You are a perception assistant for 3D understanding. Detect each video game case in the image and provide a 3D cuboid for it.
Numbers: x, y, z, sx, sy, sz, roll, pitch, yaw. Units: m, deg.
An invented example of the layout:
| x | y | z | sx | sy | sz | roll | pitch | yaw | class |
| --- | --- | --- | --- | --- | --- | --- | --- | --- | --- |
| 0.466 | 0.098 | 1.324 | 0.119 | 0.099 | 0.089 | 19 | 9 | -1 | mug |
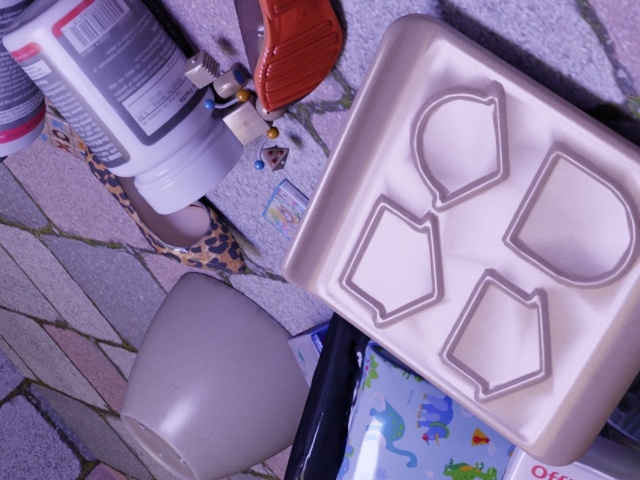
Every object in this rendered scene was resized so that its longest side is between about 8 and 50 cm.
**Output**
| x | y | z | sx | sy | sz | roll | pitch | yaw | class |
| --- | --- | --- | --- | --- | --- | --- | --- | --- | --- |
| 0.000 | 0.000 | 1.850 | 0.166 | 0.015 | 0.119 | 42 | 157 | 3 | video game case |

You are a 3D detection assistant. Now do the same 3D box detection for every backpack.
| x | y | z | sx | sy | sz | roll | pitch | yaw | class |
| --- | --- | --- | --- | --- | --- | --- | --- | --- | --- |
| 0.158 | 0.246 | 1.656 | 0.356 | 0.290 | 0.273 | 17 | -170 | -5 | backpack |

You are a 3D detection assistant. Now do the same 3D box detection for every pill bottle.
| x | y | z | sx | sy | sz | roll | pitch | yaw | class |
| --- | --- | --- | --- | --- | --- | --- | --- | --- | --- |
| -0.229 | -0.179 | 1.719 | 0.283 | 0.161 | 0.161 | 52 | 156 | -21 | pill bottle |
| -0.435 | -0.274 | 1.788 | 0.176 | 0.176 | 0.318 | 30 | 132 | 29 | pill bottle |

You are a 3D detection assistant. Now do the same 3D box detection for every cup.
| x | y | z | sx | sy | sz | roll | pitch | yaw | class |
| --- | --- | --- | --- | --- | --- | --- | --- | --- | --- |
| -0.179 | 0.249 | 2.304 | 0.331 | 0.237 | 0.331 | 35 | 156 | 18 | cup |

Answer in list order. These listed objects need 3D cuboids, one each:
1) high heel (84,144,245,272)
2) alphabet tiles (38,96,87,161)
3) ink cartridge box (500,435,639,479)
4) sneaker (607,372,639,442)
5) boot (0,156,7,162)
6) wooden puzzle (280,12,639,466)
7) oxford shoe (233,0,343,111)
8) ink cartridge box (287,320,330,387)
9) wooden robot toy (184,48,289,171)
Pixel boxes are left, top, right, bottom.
| x | y | z | sx | sy | sz | roll | pitch | yaw | class |
| --- | --- | --- | --- | --- | --- | --- | --- | --- | --- |
| -0.212 | -0.048 | 1.972 | 0.261 | 0.093 | 0.186 | 36 | 168 | 9 | high heel |
| -0.319 | -0.141 | 2.050 | 0.237 | 0.009 | 0.198 | 26 | 160 | 4 | alphabet tiles |
| 0.250 | 0.317 | 1.484 | 0.172 | 0.100 | 0.237 | 23 | 111 | 7 | ink cartridge box |
| 0.252 | 0.079 | 1.480 | 0.319 | 0.112 | 0.131 | 49 | 173 | 2 | sneaker |
| -0.598 | -0.281 | 2.246 | 0.223 | 0.118 | 0.338 | 28 | 143 | 38 | boot |
| 0.166 | -0.002 | 1.347 | 0.348 | 0.080 | 0.322 | 33 | 123 | 14 | wooden puzzle |
| -0.041 | -0.232 | 1.434 | 0.098 | 0.097 | 0.271 | 55 | 160 | 26 | oxford shoe |
| 0.034 | 0.199 | 1.939 | 0.185 | 0.065 | 0.311 | 64 | 172 | 2 | ink cartridge box |
| -0.072 | -0.159 | 1.653 | 0.079 | 0.076 | 0.173 | -29 | 111 | 30 | wooden robot toy |
